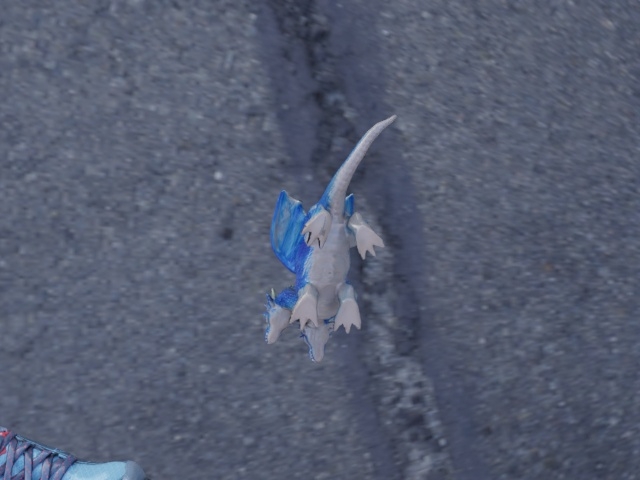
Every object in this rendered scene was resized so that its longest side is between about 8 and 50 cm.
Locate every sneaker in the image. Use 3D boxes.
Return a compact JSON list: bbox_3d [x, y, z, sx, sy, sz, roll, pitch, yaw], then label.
[{"bbox_3d":[-0.272,0.215,1.322,0.261,0.104,0.125,-12,114,21],"label":"sneaker"}]

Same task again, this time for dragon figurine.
[{"bbox_3d":[0.000,0.000,1.530,0.085,0.144,0.289,3,108,-17],"label":"dragon figurine"}]
